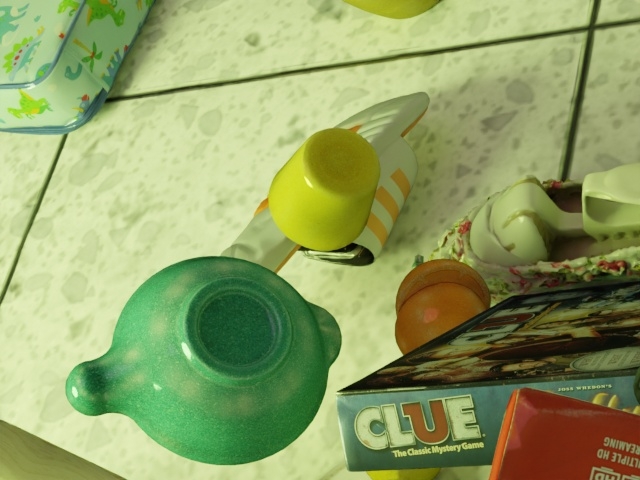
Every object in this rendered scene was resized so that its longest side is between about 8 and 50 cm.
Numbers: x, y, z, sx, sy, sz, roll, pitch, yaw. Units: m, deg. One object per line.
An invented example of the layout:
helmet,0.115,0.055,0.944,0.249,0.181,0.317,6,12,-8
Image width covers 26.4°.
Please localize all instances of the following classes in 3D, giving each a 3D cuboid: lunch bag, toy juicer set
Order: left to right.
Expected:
lunch bag,-0.253,-0.204,1.273,0.176,0.090,0.219,1,59,34
toy juicer set,-0.033,0.094,0.819,0.209,0.089,0.329,44,62,7

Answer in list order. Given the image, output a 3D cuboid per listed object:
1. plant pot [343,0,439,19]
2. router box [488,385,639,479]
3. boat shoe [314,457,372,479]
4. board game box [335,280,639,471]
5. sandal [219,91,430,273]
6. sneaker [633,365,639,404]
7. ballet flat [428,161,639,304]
plant pot,0.055,-0.232,1.079,0.134,0.095,0.134,-18,51,23
router box,0.195,0.239,0.474,0.335,0.082,0.301,13,80,9
boat shoe,-0.035,0.218,0.788,0.098,0.096,0.277,18,58,41
board game box,0.136,0.064,0.726,0.165,0.243,0.042,-9,95,29
sandal,-0.005,0.001,0.962,0.265,0.076,0.102,-48,19,-20
sneaker,0.239,0.011,0.592,0.267,0.101,0.106,-25,3,-37
ballet flat,0.166,-0.015,0.859,0.241,0.077,0.091,-12,53,28
